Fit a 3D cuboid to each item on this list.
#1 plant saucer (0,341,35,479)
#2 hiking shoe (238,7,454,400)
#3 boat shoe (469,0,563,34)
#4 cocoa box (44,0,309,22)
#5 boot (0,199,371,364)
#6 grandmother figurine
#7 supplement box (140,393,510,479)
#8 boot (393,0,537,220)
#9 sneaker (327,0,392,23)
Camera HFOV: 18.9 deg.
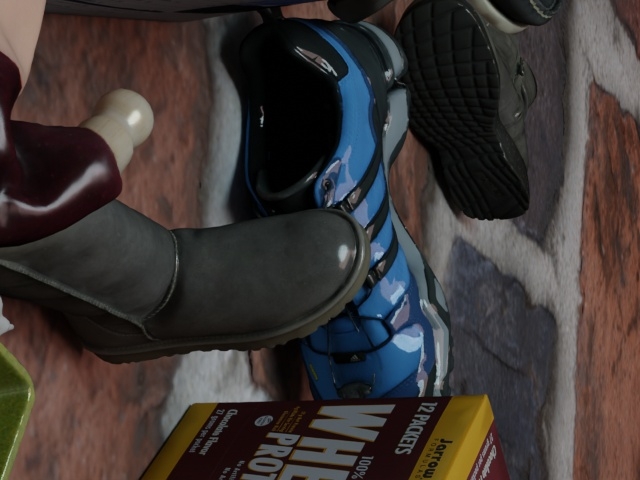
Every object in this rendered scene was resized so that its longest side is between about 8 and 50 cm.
[{"bbox_3d":[-0.213,0.094,0.843,0.188,0.045,0.188,56,39,-46],"label":"plant saucer"},{"bbox_3d":[0.000,0.000,1.248,0.132,0.113,0.304,5,72,-56],"label":"hiking shoe"},{"bbox_3d":[0.087,-0.200,0.942,0.084,0.079,0.233,-66,144,-45],"label":"boat shoe"},{"bbox_3d":[-0.048,-0.301,1.025,0.231,0.228,0.347,-12,97,-64],"label":"cocoa box"},{"bbox_3d":[-0.093,-0.002,0.960,0.208,0.189,0.076,48,26,-57],"label":"boot"},{"bbox_3d":[-0.166,-0.070,0.822,0.207,0.104,0.342,16,56,-20],"label":"grandmother figurine"},{"bbox_3d":[0.012,0.204,1.121,0.129,0.194,0.191,-56,136,-52],"label":"supplement box"},{"bbox_3d":[0.118,-0.146,1.543,0.246,0.083,0.161,65,25,-47],"label":"boot"},{"bbox_3d":[0.011,-0.221,1.248,0.130,0.087,0.227,49,14,-21],"label":"sneaker"}]
